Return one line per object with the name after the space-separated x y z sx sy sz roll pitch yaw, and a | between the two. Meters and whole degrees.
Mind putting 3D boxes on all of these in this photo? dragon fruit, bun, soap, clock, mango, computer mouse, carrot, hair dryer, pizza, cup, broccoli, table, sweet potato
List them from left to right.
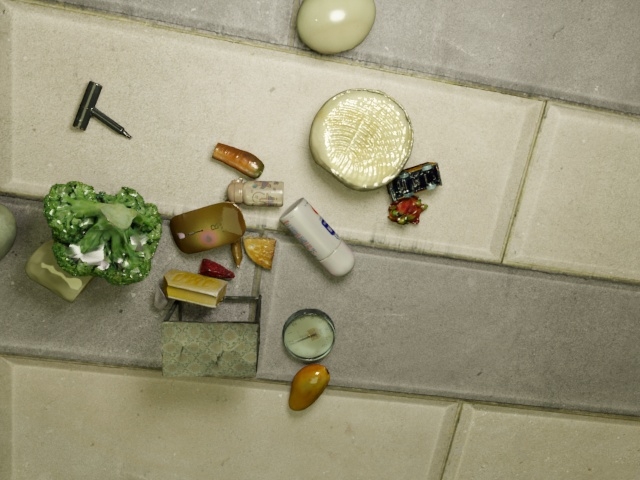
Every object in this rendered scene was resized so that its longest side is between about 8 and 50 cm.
-0.922 0.077 1.632 0.202 0.173 0.255 39 99 -15 | cup
-0.737 -0.031 1.544 0.310 0.321 0.413 -34 100 11 | broccoli
-0.752 -0.444 1.578 0.195 0.050 0.173 23 103 -15 | hair dryer
-0.487 0.181 1.695 0.232 0.140 0.073 12 105 3 | soap
-0.427 -0.046 1.655 0.310 0.072 0.158 -14 102 17 | computer mouse
-0.401 0.353 1.699 0.335 0.272 0.222 3 104 -5 | table
-0.408 0.130 1.750 0.131 0.097 0.063 19 107 -29 | dragon fruit
-0.335 -0.025 1.712 0.067 0.067 0.273 -10 102 -2 | sweet potato
-0.300 -0.299 1.636 0.193 0.087 0.087 29 101 -6 | carrot
-0.228 0.031 1.749 0.178 0.041 0.131 38 101 -13 | pizza
-0.061 0.623 1.887 0.138 0.113 0.253 29 108 -16 | mango
-0.047 0.395 1.858 0.226 0.049 0.226 -1 104 -6 | clock
0.141 -0.355 1.596 0.364 0.202 0.364 0 98 -3 | bun
0.329 -0.107 1.734 0.142 0.175 0.138 -31 96 35 | dragon fruit

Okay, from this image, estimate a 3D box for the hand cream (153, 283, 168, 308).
-0.618 0.226 1.729 0.053 0.142 0.084 -29 75 -35 | hand cream

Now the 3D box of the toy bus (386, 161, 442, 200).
0.345 -0.229 1.691 0.201 0.114 0.098 -19 106 -5 | toy bus

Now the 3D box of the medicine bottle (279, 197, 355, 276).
0.000 0.000 1.714 0.130 0.130 0.341 -41 104 6 | medicine bottle

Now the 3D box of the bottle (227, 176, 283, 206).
-0.242 -0.183 1.663 0.209 0.097 0.110 2 87 -5 | bottle

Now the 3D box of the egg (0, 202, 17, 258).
-1.233 -0.008 1.541 0.352 0.258 0.258 -36 105 7 | egg

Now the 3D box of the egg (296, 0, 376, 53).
0.052 -0.736 1.477 0.269 0.219 0.219 -10 106 -2 | egg
